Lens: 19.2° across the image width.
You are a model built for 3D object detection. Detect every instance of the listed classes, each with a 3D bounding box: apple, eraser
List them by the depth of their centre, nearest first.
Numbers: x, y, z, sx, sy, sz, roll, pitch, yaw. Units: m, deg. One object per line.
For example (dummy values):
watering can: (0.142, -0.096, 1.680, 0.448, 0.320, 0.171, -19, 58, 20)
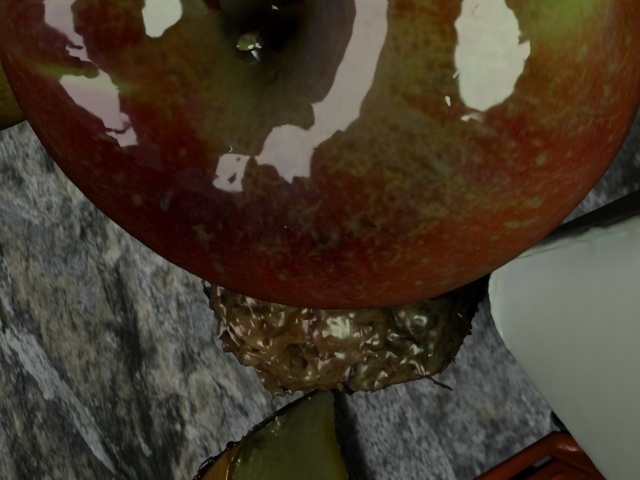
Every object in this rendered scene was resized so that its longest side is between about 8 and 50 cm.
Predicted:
apple: (0.003, -0.133, 0.980, 0.348, 0.277, 0.348, 7, 114, 15)
eraser: (0.268, 0.056, 1.032, 0.331, 0.150, 0.331, 42, 145, 39)

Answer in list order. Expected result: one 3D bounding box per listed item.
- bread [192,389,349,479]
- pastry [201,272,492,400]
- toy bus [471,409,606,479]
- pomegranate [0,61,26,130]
bread: (-0.047, 0.199, 1.659, 0.169, 0.140, 0.160, 30, 140, 47)
pastry: (0.000, 0.000, 1.319, 0.193, 0.275, 0.275, -36, 78, 33)
toy bus: (0.134, 0.222, 1.180, 0.153, 0.329, 0.143, 23, 128, 48)
pomegranate: (-0.285, -0.281, 1.425, 0.417, 0.417, 0.416, 38, 140, 41)
